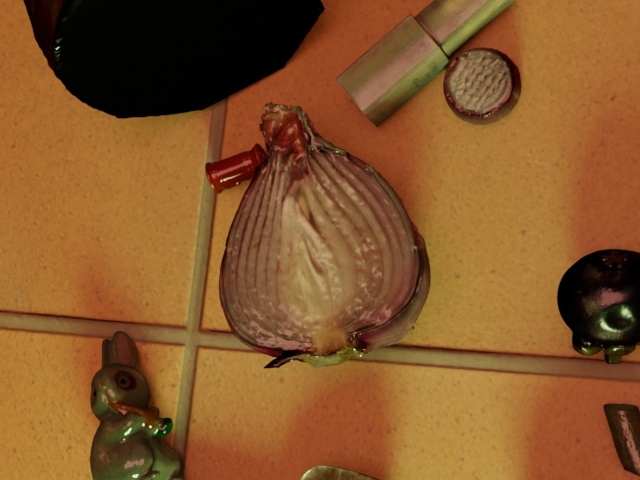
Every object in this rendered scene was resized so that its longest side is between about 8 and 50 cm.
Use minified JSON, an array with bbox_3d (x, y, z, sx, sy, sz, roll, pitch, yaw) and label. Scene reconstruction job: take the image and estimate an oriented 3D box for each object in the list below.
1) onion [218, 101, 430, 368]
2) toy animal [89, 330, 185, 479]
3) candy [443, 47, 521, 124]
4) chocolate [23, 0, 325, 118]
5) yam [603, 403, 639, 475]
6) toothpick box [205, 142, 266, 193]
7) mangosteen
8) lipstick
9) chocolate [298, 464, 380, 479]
[{"bbox_3d":[0.000,0.000,1.649,0.267,0.159,0.348,-10,71,4],"label":"onion"},{"bbox_3d":[-0.273,0.237,1.719,0.138,0.108,0.236,-31,73,11],"label":"toy animal"},{"bbox_3d":[0.212,-0.203,1.671,0.103,0.043,0.103,-3,81,17],"label":"candy"},{"bbox_3d":[-0.233,-0.393,1.704,0.384,0.383,0.331,-29,61,11],"label":"chocolate"},{"bbox_3d":[0.378,0.240,1.551,0.043,0.043,0.094,-17,77,14],"label":"yam"},{"bbox_3d":[-0.112,-0.099,1.753,0.083,0.047,0.047,-20,76,13],"label":"toothpick box"},{"bbox_3d":[0.357,0.085,1.548,0.137,0.137,0.151,6,117,18],"label":"mangosteen"},{"bbox_3d":[0.142,-0.263,1.682,0.253,0.079,0.077,-40,70,8],"label":"lipstick"},{"bbox_3d":[0.027,0.417,1.613,0.157,0.080,0.254,9,84,35],"label":"chocolate"}]
